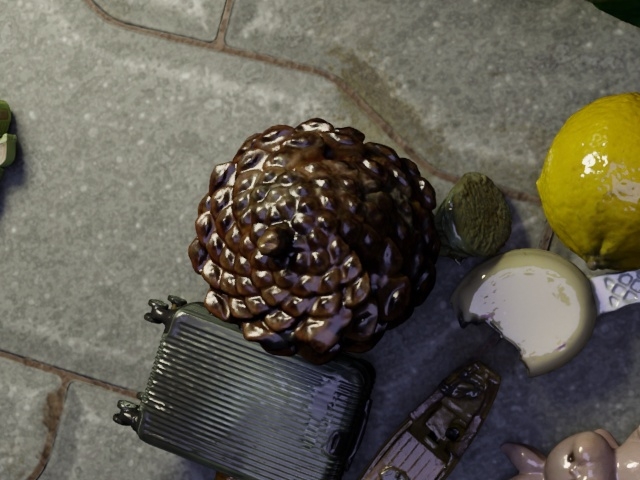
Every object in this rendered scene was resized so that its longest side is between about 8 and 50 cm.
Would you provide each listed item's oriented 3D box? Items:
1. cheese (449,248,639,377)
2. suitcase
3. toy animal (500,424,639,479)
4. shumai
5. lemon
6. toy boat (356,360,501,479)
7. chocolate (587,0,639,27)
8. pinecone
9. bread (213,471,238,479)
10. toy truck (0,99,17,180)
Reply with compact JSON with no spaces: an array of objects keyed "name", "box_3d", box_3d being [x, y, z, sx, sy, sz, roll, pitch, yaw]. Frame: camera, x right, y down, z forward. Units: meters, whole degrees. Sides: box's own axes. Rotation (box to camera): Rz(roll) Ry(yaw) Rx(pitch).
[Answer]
[{"name":"cheese","box_3d":[0.295,0.061,1.333,0.249,0.071,0.163,-35,83,9]},{"name":"suitcase","box_3d":[-0.094,0.203,1.383,0.312,0.128,0.202,20,95,11]},{"name":"toy animal","box_3d":[0.318,0.285,1.304,0.213,0.124,0.124,-4,89,8]},{"name":"shumai","box_3d":[0.180,-0.020,1.360,0.099,0.123,0.087,47,139,-10]},{"name":"lemon","box_3d":[0.354,-0.068,1.257,0.192,0.192,0.231,23,68,11]},{"name":"toy boat","box_3d":[0.112,0.283,1.345,0.089,0.121,0.321,40,97,15]},{"name":"chocolate","box_3d":[0.339,-0.447,1.188,0.161,0.341,0.360,1,89,45]},{"name":"pinecone","box_3d":[-0.001,0.003,1.293,0.242,0.296,0.298,-46,68,41]},{"name":"bread","box_3d":[-0.132,0.371,1.432,0.052,0.044,0.157,18,94,5]},{"name":"toy truck","box_3d":[-0.490,-0.116,1.491,0.116,0.085,0.191,20,97,2]}]
